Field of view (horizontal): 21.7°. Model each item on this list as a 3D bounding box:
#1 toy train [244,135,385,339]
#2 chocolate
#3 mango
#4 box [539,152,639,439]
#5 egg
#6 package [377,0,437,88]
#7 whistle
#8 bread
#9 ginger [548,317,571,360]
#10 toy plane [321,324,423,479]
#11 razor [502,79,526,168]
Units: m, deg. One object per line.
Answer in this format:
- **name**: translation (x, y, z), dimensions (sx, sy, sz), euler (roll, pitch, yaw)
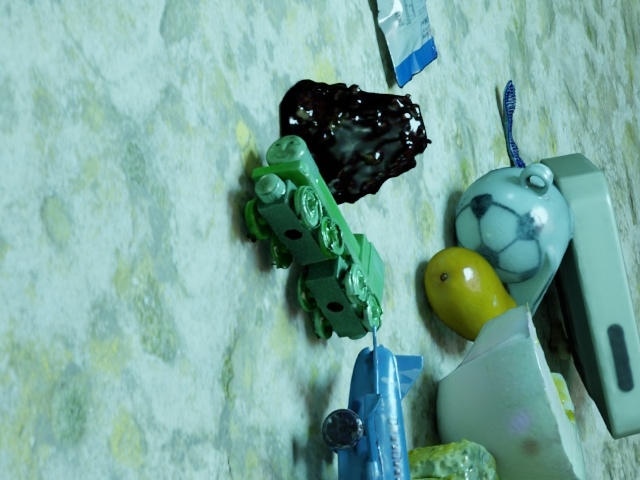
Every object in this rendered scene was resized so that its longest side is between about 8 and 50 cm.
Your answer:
- **toy train**: translation (0.000, 0.000, 1.713), dimensions (0.251, 0.085, 0.119), euler (61, 27, -43)
- **chocolate**: translation (0.048, -0.112, 1.777), dimensions (0.156, 0.133, 0.156), euler (-9, 90, -66)
- **mango**: translation (0.189, 0.074, 2.077), dimensions (0.184, 0.084, 0.102), euler (44, 43, -48)
- **box**: translation (0.385, 0.069, 2.377), dimensions (0.373, 0.090, 0.367), euler (-72, 150, -82)
- **egg**: translation (0.217, 0.215, 2.009), dimensions (0.271, 0.161, 0.206), euler (45, 31, -65)
- **package**: translation (0.103, -0.289, 2.060), dimensions (0.171, 0.027, 0.173), euler (-46, 126, -63)
- **whistle**: translation (0.239, 0.004, 2.175), dimensions (0.290, 0.163, 0.163), euler (111, 0, -45)
- **bread**: translation (0.148, 0.346, 1.887), dimensions (0.186, 0.124, 0.257), euler (-41, 122, -61)
- **ginger**: translation (0.352, 0.154, 2.468), dimensions (0.097, 0.030, 0.048), euler (-97, 171, -59)
- **toy plane**: translation (0.052, 0.231, 1.712), dimensions (0.254, 0.105, 0.271), euler (67, 31, -76)
- **razor**: translation (0.277, -0.155, 2.393), dimensions (0.044, 0.028, 0.155), euler (-42, 123, -55)
